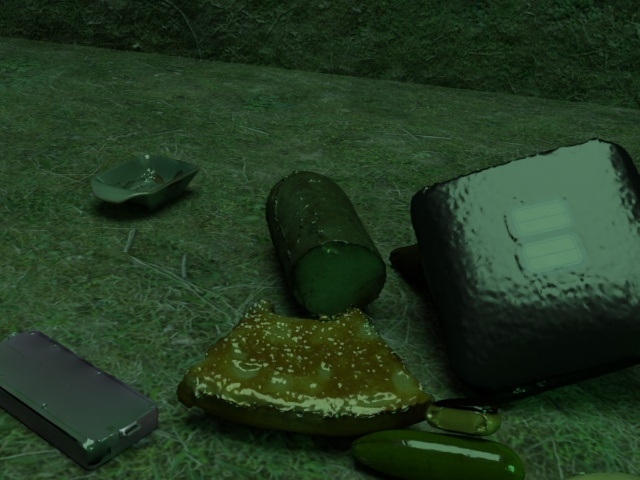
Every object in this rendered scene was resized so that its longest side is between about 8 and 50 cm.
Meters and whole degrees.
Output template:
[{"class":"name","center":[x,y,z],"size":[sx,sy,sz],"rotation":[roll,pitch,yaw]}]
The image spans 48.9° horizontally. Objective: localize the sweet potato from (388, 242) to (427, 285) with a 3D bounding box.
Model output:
[{"class":"sweet potato","center":[0.198,0.063,1.195],"size":[0.085,0.112,0.286],"rotation":[27,6,-36]}]

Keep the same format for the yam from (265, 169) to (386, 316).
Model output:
[{"class":"yam","center":[0.000,0.000,1.211],"size":[0.168,0.168,0.304],"rotation":[-1,25,-12]}]

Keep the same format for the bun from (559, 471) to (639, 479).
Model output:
[{"class":"bun","center":[0.258,0.316,0.612],"size":[0.259,0.160,0.259],"rotation":[-11,7,1]}]

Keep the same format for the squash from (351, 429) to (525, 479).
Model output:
[{"class":"squash","center":[0.135,0.258,0.823],"size":[0.201,0.066,0.066],"rotation":[4,25,14]}]

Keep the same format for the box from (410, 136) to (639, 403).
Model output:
[{"class":"box","center":[0.331,0.035,1.029],"size":[0.359,0.091,0.350],"rotation":[-16,61,5]}]

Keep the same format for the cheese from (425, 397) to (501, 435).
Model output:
[{"class":"cheese","center":[0.189,0.216,0.880],"size":[0.086,0.036,0.162],"rotation":[0,-7,23]}]

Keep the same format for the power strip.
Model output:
[{"class":"power strip","center":[-0.333,0.194,0.899],"size":[0.279,0.037,0.109],"rotation":[21,31,30]}]

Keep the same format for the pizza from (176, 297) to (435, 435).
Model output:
[{"class":"pizza","center":[-0.019,0.175,0.937],"size":[0.324,0.089,0.223],"rotation":[5,32,-3]}]

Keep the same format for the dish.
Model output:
[{"class":"dish","center":[-0.377,-0.113,1.491],"size":[0.154,0.064,0.234],"rotation":[15,27,20]}]
